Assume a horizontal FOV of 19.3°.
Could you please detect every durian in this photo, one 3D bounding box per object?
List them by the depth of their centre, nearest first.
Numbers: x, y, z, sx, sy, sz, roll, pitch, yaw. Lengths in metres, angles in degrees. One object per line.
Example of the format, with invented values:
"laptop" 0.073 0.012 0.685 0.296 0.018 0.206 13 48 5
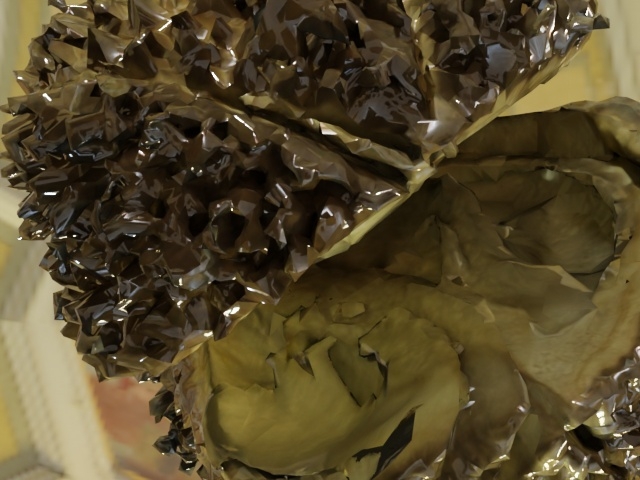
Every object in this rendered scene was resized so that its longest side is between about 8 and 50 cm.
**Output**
"durian" 0.000 0.000 0.457 0.167 0.196 0.196 -29 -71 -31
